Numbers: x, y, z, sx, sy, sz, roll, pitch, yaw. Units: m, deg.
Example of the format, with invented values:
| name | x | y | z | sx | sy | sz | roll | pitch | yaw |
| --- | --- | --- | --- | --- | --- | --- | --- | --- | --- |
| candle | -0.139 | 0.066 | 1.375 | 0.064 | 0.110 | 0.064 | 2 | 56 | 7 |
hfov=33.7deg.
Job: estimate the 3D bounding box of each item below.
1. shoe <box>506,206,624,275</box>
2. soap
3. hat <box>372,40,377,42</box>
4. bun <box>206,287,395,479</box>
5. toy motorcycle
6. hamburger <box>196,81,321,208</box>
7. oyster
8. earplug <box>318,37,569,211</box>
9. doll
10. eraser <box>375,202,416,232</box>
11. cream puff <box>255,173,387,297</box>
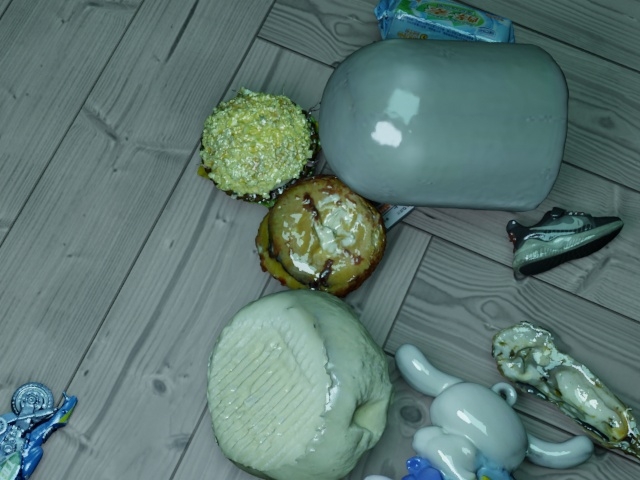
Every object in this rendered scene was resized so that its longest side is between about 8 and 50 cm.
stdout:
| name | x | y | z | sx | sy | sz | roll | pitch | yaw |
| --- | --- | --- | --- | --- | --- | --- | --- | --- | --- |
| shoe | 0.454 | -0.017 | 1.997 | 0.228 | 0.099 | 0.112 | -22 | 65 | -7 |
| soap | 0.250 | -0.421 | 2.104 | 0.293 | 0.077 | 0.156 | 18 | 34 | 6 |
| hat | 0.183 | -0.325 | 2.118 | 0.166 | 0.173 | 0.144 | -12 | 115 | -26 |
| bun | -0.026 | 0.255 | 1.812 | 0.360 | 0.211 | 0.359 | -14 | 68 | 39 |
| toy motorcycle | -0.529 | 0.370 | 1.864 | 0.136 | 0.092 | 0.254 | 29 | 64 | 0 |
| hamburger | -0.112 | -0.189 | 2.026 | 0.243 | 0.138 | 0.261 | 23 | 74 | 8 |
| oyster | 0.447 | 0.279 | 1.895 | 0.345 | 0.078 | 0.129 | 40 | 54 | 20 |
| earplug | 0.200 | -0.210 | 1.886 | 0.394 | 0.312 | 0.312 | 1 | 70 | -20 |
| doll | 0.245 | 0.400 | 1.822 | 0.376 | 0.187 | 0.365 | 21 | 61 | 19 |
| eraser | 0.132 | -0.053 | 2.038 | 0.122 | 0.029 | 0.052 | -39 | 76 | -11 |
| cream puff | 0.000 | 0.001 | 1.952 | 0.240 | 0.164 | 0.240 | 4 | 73 | -12 |
